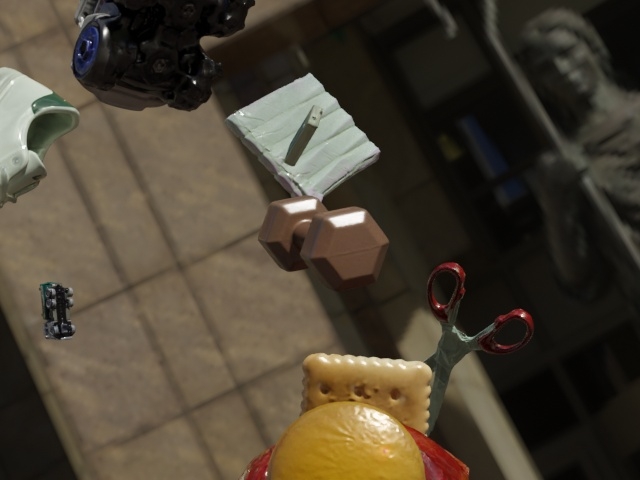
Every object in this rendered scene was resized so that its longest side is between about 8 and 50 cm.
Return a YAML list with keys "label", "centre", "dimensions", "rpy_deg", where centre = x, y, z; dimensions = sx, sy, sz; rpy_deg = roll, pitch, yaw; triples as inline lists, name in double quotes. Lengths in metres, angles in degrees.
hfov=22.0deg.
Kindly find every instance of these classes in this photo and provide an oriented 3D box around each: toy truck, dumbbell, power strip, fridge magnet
- label: "toy truck"
  centre: [-0.197, -0.258, 1.824]
  dimensions: [0.161, 0.177, 0.213]
  rpy_deg: [12, -67, -41]
- label: "toy truck"
  centre: [-0.371, 0.099, 2.296]
  dimensions: [0.039, 0.083, 0.044]
  rpy_deg: [-3, -5, -43]
- label: "dumbbell"
  centre: [0.000, 0.000, 1.799]
  dimensions: [0.092, 0.082, 0.231]
  rpy_deg: [-10, 9, -17]
- label: "power strip"
  centre: [-0.022, -0.133, 2.084]
  dimensions: [0.090, 0.016, 0.040]
  rpy_deg: [-57, 12, 44]
- label: "fridge magnet"
  centre: [0.023, 0.214, 1.452]
  dimensions: [0.143, 0.143, 0.063]
  rpy_deg: [-28, -14, 3]

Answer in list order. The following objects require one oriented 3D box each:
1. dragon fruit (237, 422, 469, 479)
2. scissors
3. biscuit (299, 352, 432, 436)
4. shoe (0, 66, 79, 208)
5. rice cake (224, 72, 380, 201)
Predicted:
- label: "dragon fruit"
  centre: [0.045, 0.325, 1.785]
  dimensions: [0.277, 0.277, 0.342]
  rpy_deg: [-37, -17, 28]
- label: "scissors"
  centre: [0.157, 0.147, 2.067]
  dimensions: [0.247, 0.144, 0.017]
  rpy_deg: [-59, -7, 36]
- label: "biscuit"
  centre: [0.050, 0.262, 1.978]
  dimensions: [0.160, 0.249, 0.030]
  rpy_deg: [5, 10, 5]
- label: "shoe"
  centre: [-0.495, -0.089, 2.449]
  dimensions: [0.363, 0.160, 0.131]
  rpy_deg: [-60, -20, -24]
- label: "rice cake"
  centre: [-0.023, -0.143, 2.347]
  dimensions: [0.037, 0.189, 0.198]
  rpy_deg: [-40, 4, 42]
